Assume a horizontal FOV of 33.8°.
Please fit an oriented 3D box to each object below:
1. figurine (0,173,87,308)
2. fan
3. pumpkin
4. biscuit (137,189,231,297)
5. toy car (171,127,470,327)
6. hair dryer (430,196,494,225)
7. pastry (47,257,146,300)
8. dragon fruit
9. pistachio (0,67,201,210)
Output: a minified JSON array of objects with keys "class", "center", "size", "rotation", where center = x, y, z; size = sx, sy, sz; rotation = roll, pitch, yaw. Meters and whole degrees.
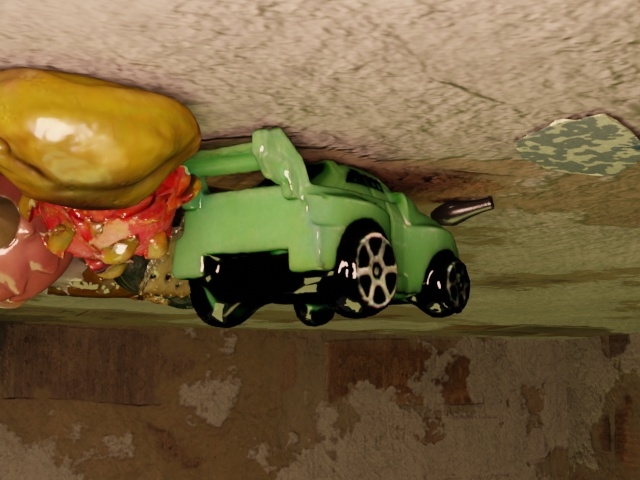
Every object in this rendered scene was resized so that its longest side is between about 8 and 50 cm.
[{"class":"figurine","center":[-0.353,0.013,1.150],"size":[0.207,0.166,0.387],"rotation":[25,165,-17]},{"class":"fan","center":[0.255,-0.089,1.012],"size":[0.131,0.009,0.240],"rotation":[-2,171,17]},{"class":"pumpkin","center":[-0.192,0.022,1.343],"size":[0.167,0.125,0.167],"rotation":[6,157,2]},{"class":"biscuit","center":[-0.112,0.009,1.268],"size":[0.203,0.144,0.016],"rotation":[8,-157,-43]},{"class":"toy car","center":[0.000,0.000,1.098],"size":[0.213,0.176,0.358],"rotation":[-6,173,37]},{"class":"hair dryer","center":[0.183,-0.039,1.306],"size":[0.079,0.031,0.083],"rotation":[-13,180,23]},{"class":"pastry","center":[-0.345,0.032,1.494],"size":[0.218,0.100,0.229],"rotation":[3,176,10]},{"class":"dragon fruit","center":[-0.205,-0.042,0.957],"size":[0.207,0.150,0.133],"rotation":[-3,-156,47]},{"class":"pistachio","center":[-0.174,-0.075,0.815],"size":[0.189,0.100,0.110],"rotation":[9,172,-37]}]
